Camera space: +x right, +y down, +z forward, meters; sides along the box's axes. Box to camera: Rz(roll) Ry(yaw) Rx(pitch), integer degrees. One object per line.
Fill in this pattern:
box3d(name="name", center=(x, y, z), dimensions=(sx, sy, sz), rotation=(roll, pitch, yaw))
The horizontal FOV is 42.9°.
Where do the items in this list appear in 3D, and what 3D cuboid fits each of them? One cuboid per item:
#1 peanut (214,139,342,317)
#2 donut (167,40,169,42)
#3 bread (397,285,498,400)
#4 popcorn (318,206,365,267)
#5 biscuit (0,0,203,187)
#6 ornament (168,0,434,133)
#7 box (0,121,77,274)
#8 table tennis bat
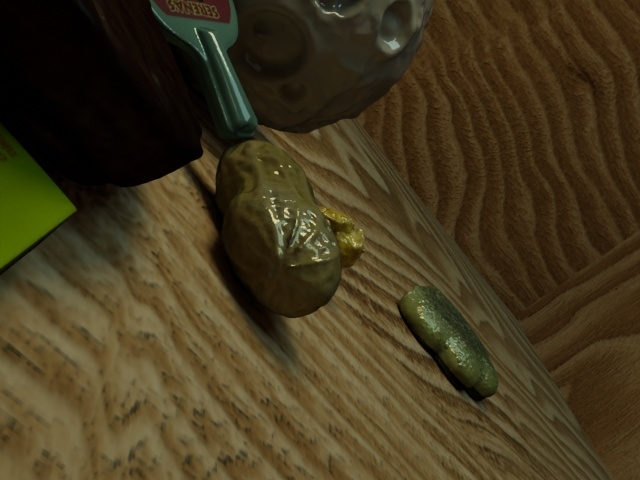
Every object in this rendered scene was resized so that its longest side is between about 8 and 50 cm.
box3d(name="peanut", center=(-0.045, -0.018, 0.718), dimensions=(0.098, 0.090, 0.214), rotation=(13, 29, -25))
box3d(name="donut", center=(-0.194, -0.238, 0.782), dimensions=(0.152, 0.058, 0.152), rotation=(41, 28, -27))
box3d(name="bread", center=(0.214, 0.161, 1.304), dimensions=(0.207, 0.056, 0.286), rotation=(53, 12, 9))
box3d(name="popcorn", center=(0.000, 0.000, 0.891), dimensions=(0.084, 0.084, 0.084), rotation=(50, 12, -14))
box3d(name="biscuit", center=(-0.202, -0.216, 0.504), dimensions=(0.407, 0.091, 0.407), rotation=(64, 3, -6))
box3d(name="ornament", center=(-0.035, -0.294, 0.975), dimensions=(0.337, 0.337, 0.337), rotation=(50, 12, -14))
box3d(name="box", center=(-0.242, -0.106, 0.296), dimensions=(0.335, 0.047, 0.187), rotation=(51, 12, -11))
box3d(name="table tennis bat", center=(-0.120, -0.206, 0.770), dimensions=(0.153, 0.040, 0.244), rotation=(-13, 78, -58))
